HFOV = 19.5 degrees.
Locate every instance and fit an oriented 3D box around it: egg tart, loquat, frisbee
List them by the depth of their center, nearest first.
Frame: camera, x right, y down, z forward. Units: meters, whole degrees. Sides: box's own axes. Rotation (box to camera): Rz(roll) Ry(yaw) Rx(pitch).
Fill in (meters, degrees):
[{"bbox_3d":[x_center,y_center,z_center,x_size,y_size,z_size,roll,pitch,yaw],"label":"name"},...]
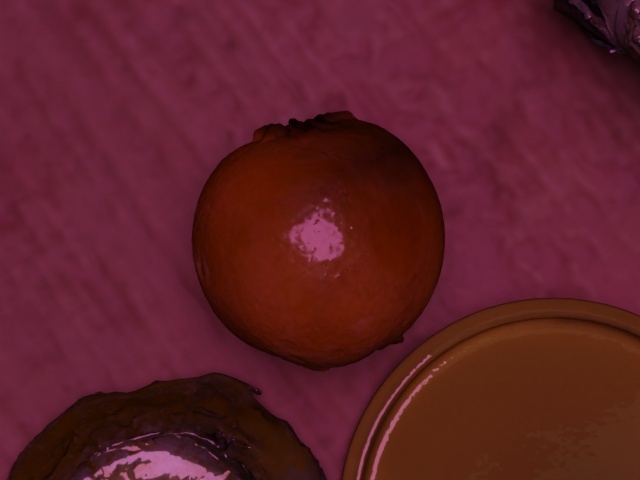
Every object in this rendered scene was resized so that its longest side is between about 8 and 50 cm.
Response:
[{"bbox_3d":[-0.079,0.166,0.984,0.197,0.078,0.197,0,83,-3],"label":"egg tart"},{"bbox_3d":[0.000,0.000,0.987,0.141,0.141,0.141,0,81,-1],"label":"loquat"},{"bbox_3d":[0.123,0.147,0.990,0.236,0.017,0.236,-4,77,16],"label":"frisbee"}]

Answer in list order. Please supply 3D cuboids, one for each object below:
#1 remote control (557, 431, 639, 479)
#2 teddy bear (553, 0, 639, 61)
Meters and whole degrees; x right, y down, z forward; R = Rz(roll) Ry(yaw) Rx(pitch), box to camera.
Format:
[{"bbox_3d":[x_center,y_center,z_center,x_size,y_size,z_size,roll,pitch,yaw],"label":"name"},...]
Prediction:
[{"bbox_3d":[0.195,0.212,1.000,0.073,0.044,0.229,-25,85,6],"label":"remote control"},{"bbox_3d":[0.174,-0.141,1.021,0.133,0.111,0.213,4,56,-38],"label":"teddy bear"}]
